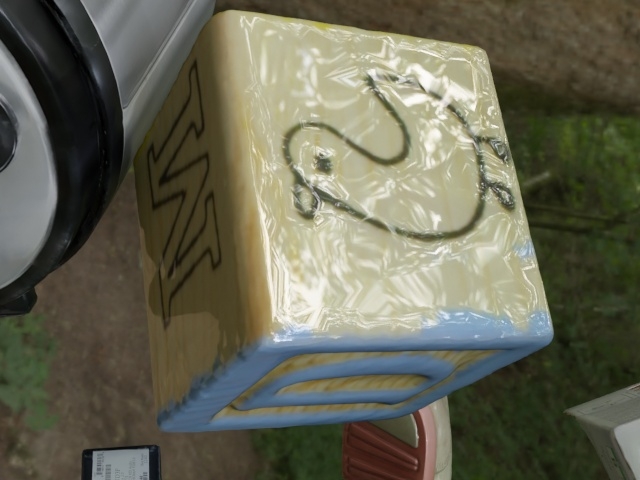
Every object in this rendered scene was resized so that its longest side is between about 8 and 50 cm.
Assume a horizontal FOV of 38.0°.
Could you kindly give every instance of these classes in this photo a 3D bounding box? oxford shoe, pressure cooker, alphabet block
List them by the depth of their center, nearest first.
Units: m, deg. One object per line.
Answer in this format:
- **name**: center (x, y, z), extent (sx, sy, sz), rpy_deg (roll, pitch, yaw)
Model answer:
- **alphabet block**: center (0.000, 0.000, 0.585), extent (0.193, 0.193, 0.197), rpy_deg (-42, -128, 54)
- **pressure cooker**: center (-0.288, -0.156, 0.658), extent (0.375, 0.370, 0.420), rpy_deg (-41, -158, 37)
- **oxford shoe**: center (0.099, 0.349, 1.113), extent (0.146, 0.141, 0.396), rpy_deg (-12, 115, -57)

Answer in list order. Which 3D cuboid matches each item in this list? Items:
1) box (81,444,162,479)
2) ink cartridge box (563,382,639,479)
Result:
- **box**: center (-0.120, 0.262, 0.581), extent (0.175, 0.051, 0.220), rpy_deg (-102, -165, -45)
- **ink cartridge box**: center (0.278, 0.118, 0.657), extent (0.224, 0.181, 0.056), rpy_deg (52, 18, -79)
